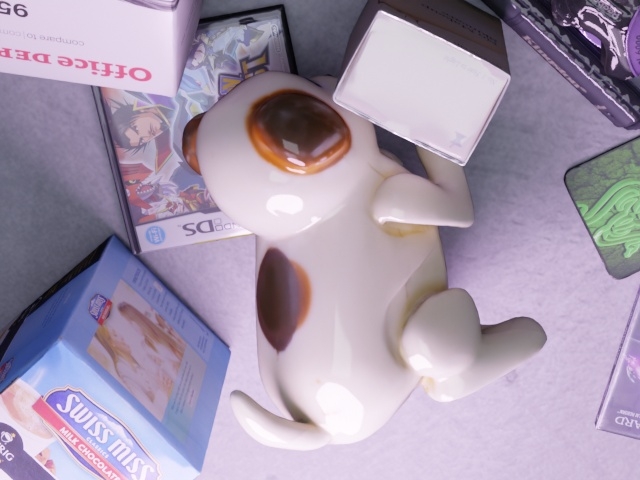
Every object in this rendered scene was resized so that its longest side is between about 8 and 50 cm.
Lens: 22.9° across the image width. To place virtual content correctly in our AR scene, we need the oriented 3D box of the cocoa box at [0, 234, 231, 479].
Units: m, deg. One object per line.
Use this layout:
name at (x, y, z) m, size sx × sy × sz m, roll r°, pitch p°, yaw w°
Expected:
cocoa box at (-0.274, 0.190, 1.888) m, size 0.228 × 0.347 × 0.231 m, roll -40°, pitch 103°, yaw 15°

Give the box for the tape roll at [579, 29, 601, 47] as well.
tape roll at (0.369, -0.308, 1.816) m, size 0.189 × 0.080 × 0.189 m, roll 1°, pitch 109°, yaw 3°

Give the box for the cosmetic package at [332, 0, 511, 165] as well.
cosmetic package at (0.113, -0.202, 1.747) m, size 0.160 × 0.309 × 0.113 m, roll 26°, pitch 108°, yaw -6°

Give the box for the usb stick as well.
usb stick at (0.278, -0.231, 1.852) m, size 0.278 × 0.077 × 0.045 m, roll 41°, pitch 77°, yaw -11°

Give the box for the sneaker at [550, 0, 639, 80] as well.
sneaker at (0.289, -0.298, 1.731) m, size 0.124 × 0.107 × 0.283 m, roll -33°, pitch 104°, yaw 20°

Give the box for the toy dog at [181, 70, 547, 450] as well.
toy dog at (0.000, 0.000, 1.805) m, size 0.395 × 0.284 × 0.407 m, roll -29°, pitch 105°, yaw -23°

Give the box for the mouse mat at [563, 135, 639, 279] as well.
mouse mat at (0.410, -0.054, 1.924) m, size 0.190 × 0.007 × 0.152 m, roll -26°, pitch 95°, yaw 13°

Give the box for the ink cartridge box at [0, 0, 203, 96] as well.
ink cartridge box at (-0.276, -0.356, 1.697) m, size 0.286 × 0.166 × 0.395 m, roll 9°, pitch 144°, yaw 3°

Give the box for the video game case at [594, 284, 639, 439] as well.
video game case at (0.479, 0.137, 1.991) m, size 0.196 × 0.026 × 0.274 m, roll 14°, pitch 110°, yaw -1°

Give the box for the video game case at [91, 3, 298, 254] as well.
video game case at (-0.139, -0.132, 1.934) m, size 0.248 × 0.035 × 0.274 m, roll -9°, pitch 108°, yaw 7°
